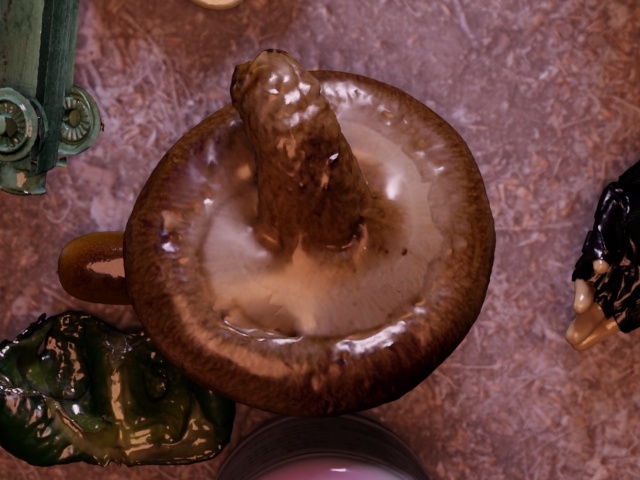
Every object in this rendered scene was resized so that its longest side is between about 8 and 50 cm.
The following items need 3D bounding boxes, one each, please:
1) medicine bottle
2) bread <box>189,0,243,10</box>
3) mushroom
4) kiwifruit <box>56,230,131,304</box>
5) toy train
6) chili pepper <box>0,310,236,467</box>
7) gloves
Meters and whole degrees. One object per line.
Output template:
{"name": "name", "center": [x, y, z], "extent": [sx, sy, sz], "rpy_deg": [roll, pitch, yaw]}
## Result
{"name": "medicine bottle", "center": [0.006, 0.315, 1.379], "extent": [0.241, 0.302, 0.241], "rpy_deg": [-1, 103, -2]}
{"name": "bread", "center": [-0.119, -0.319, 1.367], "extent": [0.251, 0.039, 0.182], "rpy_deg": [16, 102, -6]}
{"name": "mushroom", "center": [-0.003, 0.003, 1.348], "extent": [0.345, 0.239, 0.345], "rpy_deg": [1, 100, 6]}
{"name": "kiwifruit", "center": [-0.199, 0.028, 1.425], "extent": [0.124, 0.075, 0.075], "rpy_deg": [-2, 103, -5]}
{"name": "toy train", "center": [-0.298, -0.197, 1.332], "extent": [0.189, 0.126, 0.307], "rpy_deg": [11, 103, 15]}
{"name": "chili pepper", "center": [-0.214, 0.150, 1.432], "extent": [0.264, 0.116, 0.148], "rpy_deg": [-2, 100, -15]}
{"name": "gloves", "center": [0.315, 0.029, 1.427], "extent": [0.164, 0.124, 0.203], "rpy_deg": [49, 119, 10]}
